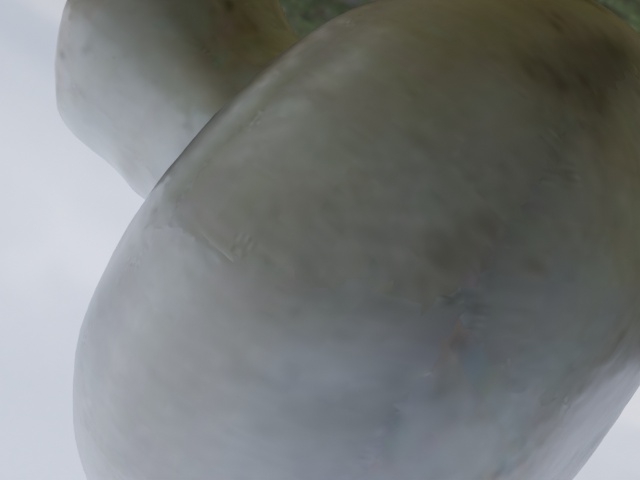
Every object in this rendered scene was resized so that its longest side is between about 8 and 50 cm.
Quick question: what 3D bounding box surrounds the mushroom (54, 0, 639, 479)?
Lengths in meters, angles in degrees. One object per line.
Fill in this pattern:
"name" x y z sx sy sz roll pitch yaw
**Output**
"mushroom" 0.000 0.000 0.478 0.243 0.243 0.243 30 -169 -7
